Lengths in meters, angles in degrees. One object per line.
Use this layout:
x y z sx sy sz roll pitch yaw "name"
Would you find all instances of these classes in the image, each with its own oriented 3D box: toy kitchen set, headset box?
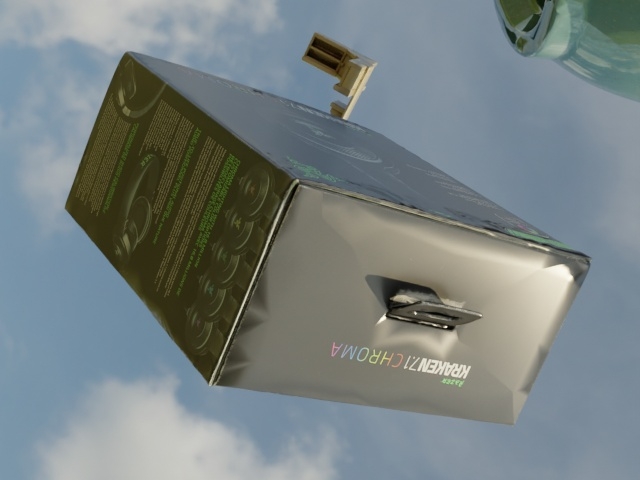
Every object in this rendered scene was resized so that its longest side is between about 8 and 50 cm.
0.006 -0.166 1.136 0.075 0.083 0.068 29 -73 6 "toy kitchen set"
0.000 0.000 0.745 0.283 0.246 0.131 40 -69 52 "headset box"

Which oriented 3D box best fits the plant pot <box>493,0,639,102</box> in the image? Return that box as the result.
0.238 -0.230 0.821 0.293 0.196 0.293 173 -90 -84 "plant pot"
